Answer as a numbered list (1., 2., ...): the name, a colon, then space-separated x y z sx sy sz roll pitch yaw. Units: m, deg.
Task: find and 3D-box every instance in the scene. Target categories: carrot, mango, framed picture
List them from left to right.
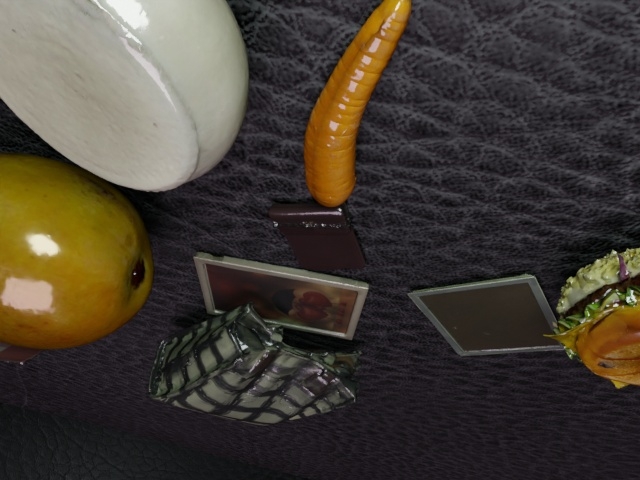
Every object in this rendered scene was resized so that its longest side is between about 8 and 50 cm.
1. mango: -0.428 0.024 0.693 0.446 0.232 0.300 -4 146 32
2. framed picture: -0.071 0.104 0.885 0.290 0.020 0.211 11 145 2
3. carrot: 0.022 -0.125 0.497 0.066 0.062 0.271 38 147 19
4. framed picture: 0.285 0.132 0.825 0.197 0.014 0.252 -13 139 31

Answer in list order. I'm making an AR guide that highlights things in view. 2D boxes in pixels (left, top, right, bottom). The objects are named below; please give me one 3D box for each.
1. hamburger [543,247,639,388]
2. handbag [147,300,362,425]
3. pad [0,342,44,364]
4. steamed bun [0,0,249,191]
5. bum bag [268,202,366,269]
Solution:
1. hamburger: 0.421 0.089 0.614 0.243 0.138 0.262 33 140 -32
2. handbag: -0.126 0.264 1.000 0.325 0.162 0.327 26 141 -32
3. pad: -0.496 0.126 0.851 0.202 0.300 0.005 7 105 7
4. steamed bun: -0.161 -0.160 0.416 0.232 0.145 0.231 19 147 13
5. bum bag: 0.000 0.000 0.707 0.109 0.026 0.159 -3 144 18
